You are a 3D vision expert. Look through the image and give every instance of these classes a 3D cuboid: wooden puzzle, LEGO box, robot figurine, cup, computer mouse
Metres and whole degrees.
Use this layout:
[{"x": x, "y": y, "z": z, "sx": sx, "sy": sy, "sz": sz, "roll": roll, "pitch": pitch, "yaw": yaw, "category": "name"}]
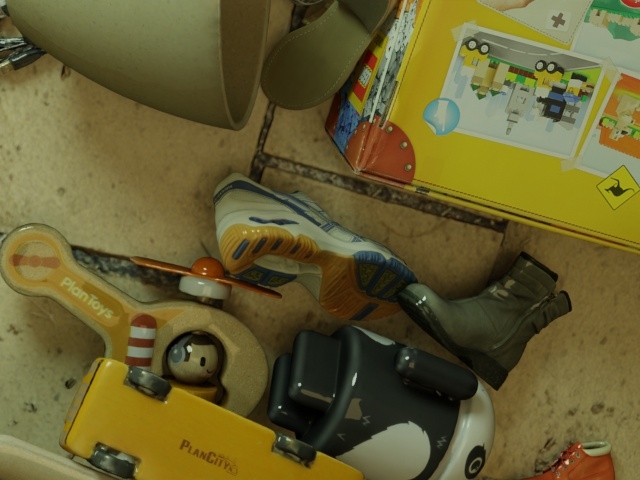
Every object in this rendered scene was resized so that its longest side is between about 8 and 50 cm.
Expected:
[{"x": -0.278, "y": 0.331, "z": 1.399, "sx": 0.322, "sy": 0.348, "sz": 0.080, "roll": 27, "pitch": 62, "yaw": -17, "category": "wooden puzzle"}, {"x": 0.309, "y": -0.205, "z": 1.430, "sx": 0.500, "sy": 0.193, "sz": 0.372, "roll": 15, "pitch": 108, "yaw": -16, "category": "LEGO box"}, {"x": 0.077, "y": 0.210, "z": 1.515, "sx": 0.278, "sy": 0.209, "sz": 0.174, "roll": 23, "pitch": 85, "yaw": -17, "category": "robot figurine"}, {"x": -0.186, "y": -0.287, "z": 1.277, "sx": 0.237, "sy": 0.331, "sz": 0.331, "roll": 5, "pitch": 104, "yaw": 4, "category": "cup"}, {"x": -0.356, "y": -0.282, "z": 1.364, "sx": 0.106, "sy": 0.042, "sz": 0.193, "roll": -26, "pitch": 114, "yaw": 0, "category": "computer mouse"}]

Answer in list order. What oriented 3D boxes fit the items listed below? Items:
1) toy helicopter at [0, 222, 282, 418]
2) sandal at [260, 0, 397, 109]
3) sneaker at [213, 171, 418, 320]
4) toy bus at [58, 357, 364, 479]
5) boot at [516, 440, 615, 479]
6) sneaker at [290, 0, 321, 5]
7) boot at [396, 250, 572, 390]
[{"x": -0.207, "y": 0.087, "z": 1.443, "sx": 0.355, "sy": 0.140, "sz": 0.235, "roll": 38, "pitch": 89, "yaw": -18, "category": "toy helicopter"}, {"x": 0.026, "y": -0.234, "z": 1.412, "sx": 0.088, "sy": 0.240, "sz": 0.079, "roll": 48, "pitch": 46, "yaw": 1, "category": "sandal"}, {"x": 0.000, "y": 0.000, "z": 1.481, "sx": 0.296, "sy": 0.131, "sz": 0.112, "roll": 25, "pitch": 123, "yaw": -40, "category": "sneaker"}, {"x": -0.116, "y": 0.236, "z": 1.346, "sx": 0.332, "sy": 0.130, "sz": 0.108, "roll": 27, "pitch": 77, "yaw": -19, "category": "toy bus"}, {"x": 0.321, "y": 0.309, "z": 1.661, "sx": 0.158, "sy": 0.059, "sz": 0.085, "roll": -5, "pitch": 102, "yaw": -20, "category": "boot"}, {"x": 0.029, "y": -0.370, "z": 1.397, "sx": 0.090, "sy": 0.095, "sz": 0.235, "roll": 22, "pitch": 93, "yaw": -13, "category": "sneaker"}, {"x": 0.205, "y": 0.071, "z": 1.537, "sx": 0.161, "sy": 0.083, "sz": 0.246, "roll": -50, "pitch": 135, "yaw": 1, "category": "boot"}]
